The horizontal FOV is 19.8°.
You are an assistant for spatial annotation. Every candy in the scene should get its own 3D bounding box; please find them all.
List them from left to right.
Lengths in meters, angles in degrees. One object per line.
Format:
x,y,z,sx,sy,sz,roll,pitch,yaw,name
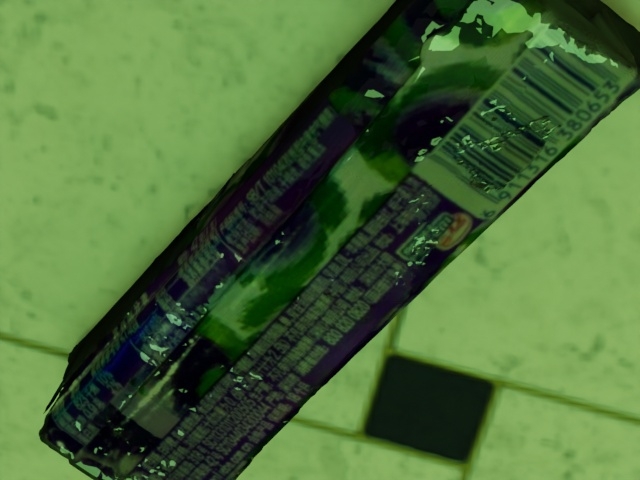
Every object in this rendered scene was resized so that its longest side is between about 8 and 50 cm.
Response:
0.000,0.000,0.757,0.088,0.061,0.312,37,120,-12,candy
